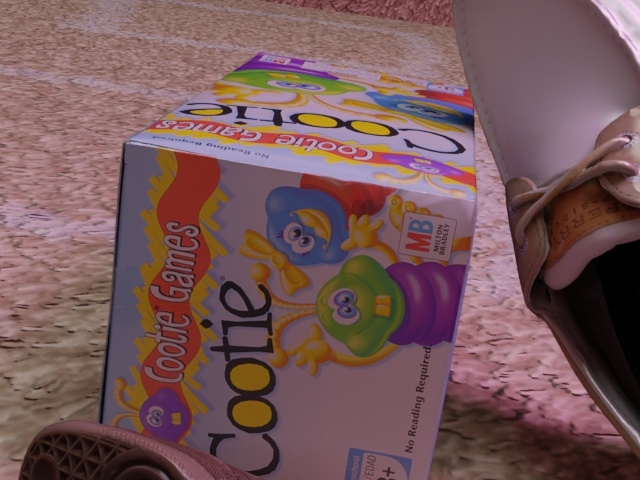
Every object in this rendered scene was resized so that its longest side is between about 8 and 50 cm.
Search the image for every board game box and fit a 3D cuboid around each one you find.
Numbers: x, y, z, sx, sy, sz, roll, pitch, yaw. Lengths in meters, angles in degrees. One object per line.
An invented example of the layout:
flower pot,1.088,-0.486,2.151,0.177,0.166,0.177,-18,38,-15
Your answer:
board game box,0.000,0.000,0.573,0.142,0.144,0.275,10,18,5

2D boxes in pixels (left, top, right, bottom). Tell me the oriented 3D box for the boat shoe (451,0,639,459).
boat shoe,0.142,-0.012,0.499,0.103,0.113,0.302,-11,66,-51

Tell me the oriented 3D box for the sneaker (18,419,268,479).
sneaker,-0.014,0.113,0.369,0.188,0.066,0.071,22,4,23
